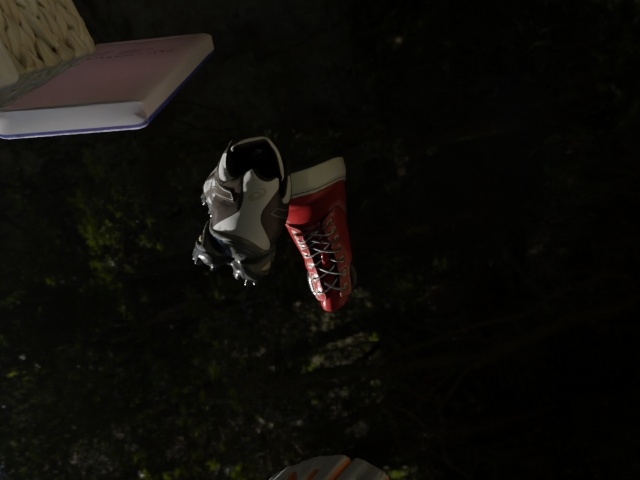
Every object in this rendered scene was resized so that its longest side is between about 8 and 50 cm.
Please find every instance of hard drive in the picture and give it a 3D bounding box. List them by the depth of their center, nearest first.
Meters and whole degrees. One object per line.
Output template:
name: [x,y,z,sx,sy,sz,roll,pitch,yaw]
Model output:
hard drive: [-0.296,-0.231,0.996,0.318,0.210,0.040,-76,-19,-58]

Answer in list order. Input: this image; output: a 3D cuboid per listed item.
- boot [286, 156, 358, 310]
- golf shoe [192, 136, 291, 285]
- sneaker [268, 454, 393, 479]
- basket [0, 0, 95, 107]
boot: [0.000,0.000,0.781,0.244,0.088,0.176,-19,-80,-81]
golf shoe: [-0.052,-0.045,0.564,0.198,0.077,0.094,-106,36,-64]
sneaker: [0.048,0.196,0.398,0.084,0.215,0.083,-43,-45,-40]
basket: [-0.226,-0.149,0.393,0.167,0.113,0.103,65,-154,-13]
